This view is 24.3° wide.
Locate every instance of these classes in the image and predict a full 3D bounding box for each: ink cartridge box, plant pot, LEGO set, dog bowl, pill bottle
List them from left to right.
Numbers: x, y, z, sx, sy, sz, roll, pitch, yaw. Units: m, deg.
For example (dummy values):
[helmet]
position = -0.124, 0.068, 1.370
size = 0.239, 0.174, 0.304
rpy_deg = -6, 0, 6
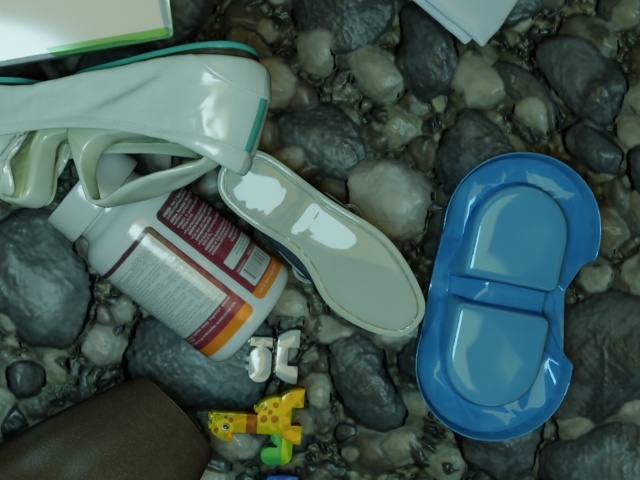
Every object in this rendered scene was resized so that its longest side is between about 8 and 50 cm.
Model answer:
[ink cartridge box]
position = -0.248, -0.222, 1.345
size = 0.201, 0.278, 0.117
rpy_deg = -11, 99, -8
[plant pot]
position = -0.224, 0.246, 1.438
size = 0.230, 0.215, 0.215
rpy_deg = -43, 100, -17
[pill bottle]
position = -0.149, 0.010, 1.457
size = 0.221, 0.121, 0.121
rpy_deg = 39, 88, -9
[LEGO set]
position = -0.071, 0.203, 1.503
size = 0.093, 0.087, 0.227
rpy_deg = 4, 93, -10
[dog bowl]
position = 0.185, 0.055, 1.540
size = 0.166, 0.074, 0.297
rpy_deg = 11, 92, -10

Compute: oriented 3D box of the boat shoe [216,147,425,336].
[boat shoe]
position = 0.000, 0.000, 1.500
size = 0.254, 0.079, 0.095
rpy_deg = 36, 97, -6

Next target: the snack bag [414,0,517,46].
[snack bag]
position = 0.137, -0.426, 1.514
size = 0.323, 0.037, 0.342
rpy_deg = 37, 85, -11

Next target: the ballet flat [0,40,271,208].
[ballet flat]
position = -0.229, -0.092, 1.345
size = 0.400, 0.139, 0.139
rpy_deg = -4, 96, 25
